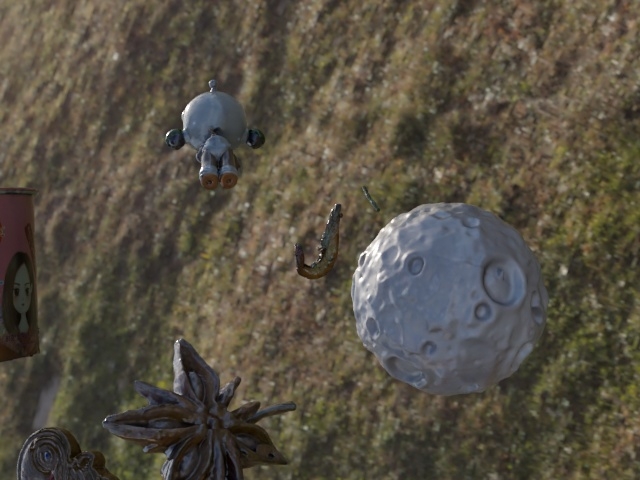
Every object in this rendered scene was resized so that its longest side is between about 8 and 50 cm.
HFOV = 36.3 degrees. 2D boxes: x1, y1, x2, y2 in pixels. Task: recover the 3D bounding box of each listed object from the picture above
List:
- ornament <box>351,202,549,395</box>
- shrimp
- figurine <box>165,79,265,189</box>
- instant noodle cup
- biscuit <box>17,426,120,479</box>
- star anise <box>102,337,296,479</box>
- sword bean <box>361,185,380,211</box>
[{"bbox_3d":[0.227,0.096,1.672,0.337,0.337,0.337,-39,41,46],"label":"ornament"},{"bbox_3d":[0.000,0.000,1.512,0.025,0.091,0.127,21,94,43],"label":"shrimp"},{"bbox_3d":[-0.154,-0.146,1.436,0.094,0.147,0.197,100,166,-54],"label":"figurine"},{"bbox_3d":[-0.489,0.055,1.321,0.243,0.242,0.231,-8,90,60],"label":"instant noodle cup"},{"bbox_3d":[-0.306,0.292,1.172,0.175,0.026,0.124,11,97,34],"label":"biscuit"},{"bbox_3d":[-0.191,0.320,1.633,0.109,0.292,0.349,-34,13,38],"label":"star anise"},{"bbox_3d":[0.112,-0.093,2.182,0.012,0.012,0.083,-56,44,28],"label":"sword bean"}]
